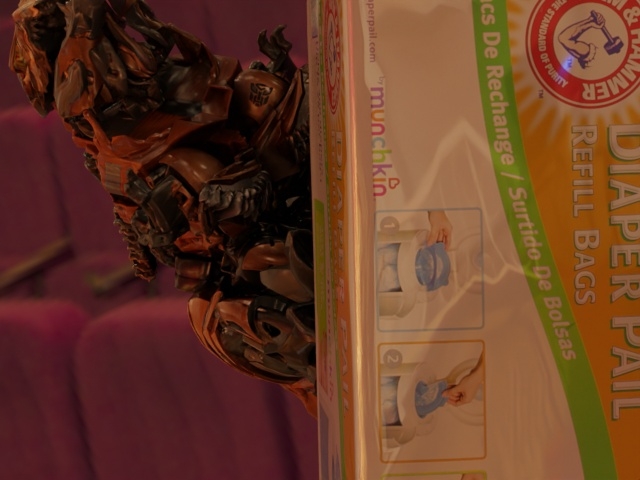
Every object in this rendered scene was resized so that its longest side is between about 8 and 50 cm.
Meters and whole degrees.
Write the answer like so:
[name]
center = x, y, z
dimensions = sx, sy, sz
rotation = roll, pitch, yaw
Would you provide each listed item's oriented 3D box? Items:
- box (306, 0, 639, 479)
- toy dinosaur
[box]
center = 0.053, 0.004, 0.596
dimensions = 0.103, 0.203, 0.114
rotation = -2, 4, -6
[toy dinosaur]
center = 0.000, 0.000, 0.848
dimensions = 0.218, 0.322, 0.164
rotation = -11, 54, 53
